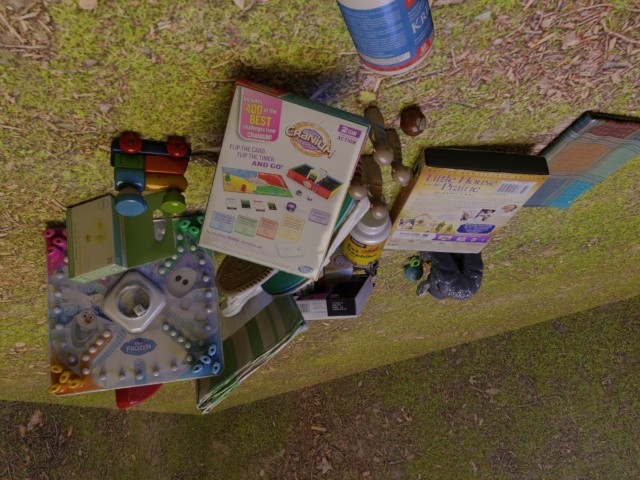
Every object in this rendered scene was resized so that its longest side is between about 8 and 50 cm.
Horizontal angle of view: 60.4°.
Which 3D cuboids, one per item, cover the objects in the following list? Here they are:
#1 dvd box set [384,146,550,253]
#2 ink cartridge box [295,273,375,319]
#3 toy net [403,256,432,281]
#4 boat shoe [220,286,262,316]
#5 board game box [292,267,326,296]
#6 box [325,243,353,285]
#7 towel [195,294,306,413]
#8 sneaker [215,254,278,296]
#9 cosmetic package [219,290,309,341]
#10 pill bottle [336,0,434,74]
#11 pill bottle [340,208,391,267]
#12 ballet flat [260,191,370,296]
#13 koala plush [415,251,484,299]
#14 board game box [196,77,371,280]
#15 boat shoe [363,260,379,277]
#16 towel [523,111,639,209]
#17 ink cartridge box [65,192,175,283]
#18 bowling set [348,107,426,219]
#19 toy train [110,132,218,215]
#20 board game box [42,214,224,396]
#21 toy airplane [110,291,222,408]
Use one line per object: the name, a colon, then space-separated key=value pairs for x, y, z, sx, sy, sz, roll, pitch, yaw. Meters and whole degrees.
dvd box set: x=0.350 y=-0.087 z=1.436 sx=0.307 sy=0.062 sz=0.420 roll=2 pitch=153 yaw=-7
ink cartridge box: x=0.056 y=0.157 z=1.666 sx=0.175 sy=0.069 sz=0.371 roll=-5 pitch=-173 yaw=14
toy net: x=0.402 y=0.079 z=1.870 sx=0.232 sy=0.045 sz=0.122 roll=-9 pitch=125 yaw=-8
boat shoe: x=-0.272 y=0.168 z=1.777 sx=0.075 sy=0.083 sz=0.226 roll=26 pitch=127 yaw=-33
board game box: x=-0.057 y=0.038 z=1.474 sx=0.136 sy=0.030 sz=0.260 roll=-5 pitch=122 yaw=-5
box: x=-0.014 y=0.067 z=1.603 sx=0.203 sy=0.114 sz=0.103 roll=-9 pitch=155 yaw=-5
towel: x=-0.187 y=0.264 z=1.388 sx=0.325 sy=0.248 sz=0.038 roll=-40 pitch=110 yaw=-1
sneaker: x=-0.091 y=0.028 z=1.187 sx=0.282 sy=0.099 sz=0.153 roll=-43 pitch=160 yaw=-4
cosmetic package: x=-0.248 y=0.298 z=1.946 sx=0.217 sy=0.156 sz=0.385 roll=10 pitch=147 yaw=-39
pill bottle: x=0.084 y=-0.347 z=0.769 sx=0.124 sy=0.124 sz=0.221 roll=-17 pitch=155 yaw=14
pill bottle: x=0.122 y=-0.019 z=1.468 sx=0.117 sy=0.117 sz=0.215 roll=-6 pitch=154 yaw=-8
ballet flat: x=0.000 y=0.000 z=1.366 sx=0.139 sy=0.139 sz=0.400 roll=13 pitch=128 yaw=-40
koala plush: x=0.404 y=0.123 z=1.766 sx=0.196 sy=0.203 sz=0.221 roll=-3 pitch=154 yaw=-13
board game box: x=-0.072 y=-0.104 z=1.006 sx=0.242 sy=0.064 sz=0.317 roll=17 pitch=113 yaw=-5
boat shoe: x=0.163 y=0.078 z=1.755 sx=0.049 sy=0.056 sz=0.152 roll=-12 pitch=155 yaw=16
towel: x=0.652 y=-0.186 z=1.408 sx=0.271 sy=0.040 sz=0.370 roll=0 pitch=153 yaw=-22
ink cartridge box: x=-0.442 y=-0.017 z=1.205 sx=0.235 sy=0.171 sz=0.056 roll=-17 pitch=159 yaw=14
bowling set: x=0.122 y=-0.174 z=1.107 sx=0.199 sy=0.154 sz=0.287 roll=-24 pitch=152 yaw=27
toy train: x=-0.284 y=-0.118 z=1.088 sx=0.248 sy=0.143 sz=0.105 roll=2 pitch=152 yaw=-23
board game box: x=-0.438 y=0.143 z=1.287 sx=0.389 sy=0.390 sz=0.050 roll=-5 pitch=171 yaw=-9
toy airplane: x=-0.437 y=0.232 z=1.499 sx=0.272 sy=0.384 sz=0.386 roll=39 pitch=173 yaw=-31
